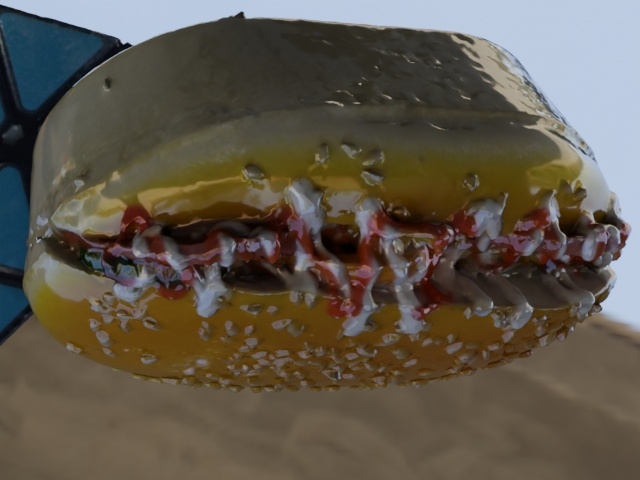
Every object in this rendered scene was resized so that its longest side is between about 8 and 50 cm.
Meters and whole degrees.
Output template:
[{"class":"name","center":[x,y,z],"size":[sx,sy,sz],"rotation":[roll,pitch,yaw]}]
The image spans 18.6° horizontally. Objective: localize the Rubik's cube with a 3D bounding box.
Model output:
[{"class":"Rubik's cube","center":[-0.215,-0.057,1.426],"size":[0.228,0.228,0.233],"rotation":[-9,-143,-43]}]

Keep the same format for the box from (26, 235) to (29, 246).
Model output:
[{"class":"box","center":[-0.125,-0.015,1.072],"size":[0.048,0.115,0.025],"rotation":[-42,-84,-28]}]

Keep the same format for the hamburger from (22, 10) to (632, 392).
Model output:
[{"class":"hamburger","center":[0.000,0.000,0.951],"size":[0.295,0.227,0.151],"rotation":[-3,-116,-29]}]
